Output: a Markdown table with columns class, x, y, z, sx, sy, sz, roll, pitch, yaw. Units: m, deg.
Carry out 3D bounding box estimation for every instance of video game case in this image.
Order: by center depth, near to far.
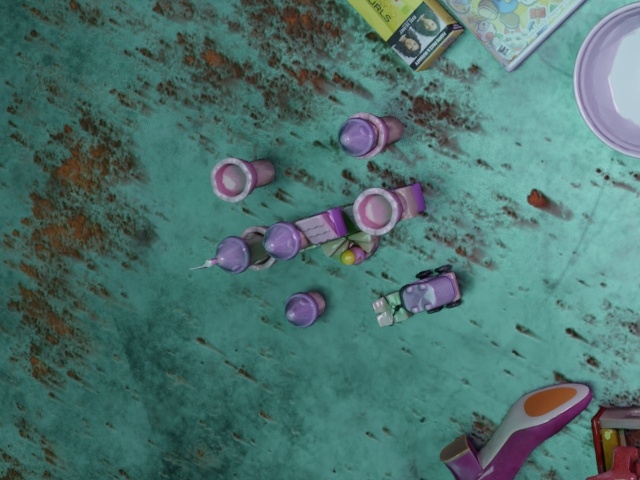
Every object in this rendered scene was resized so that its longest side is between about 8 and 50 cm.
| class | x | y | z | sx | sy | sz | roll | pitch | yaw |
| --- | --- | --- | --- | --- | --- | --- | --- | --- | --- |
| video game case | 0.272 | -0.383 | 1.987 | 0.227 | 0.026 | 0.206 | -44 | 81 | 22 |

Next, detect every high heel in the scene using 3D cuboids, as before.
| class | x | y | z | sx | sy | sz | roll | pitch | yaw |
| --- | --- | --- | --- | --- | --- | --- | --- | --- | --- |
| high heel | 0.299 | 0.298 | 2.074 | 0.244 | 0.082 | 0.117 | -33 | 114 | 11 |

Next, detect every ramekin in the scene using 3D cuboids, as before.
| class | x | y | z | sx | sy | sz | roll | pitch | yaw |
| --- | --- | --- | --- | --- | --- | --- | --- | --- | --- |
| ramekin | 0.444 | -0.213 | 1.900 | 0.207 | 0.109 | 0.207 | 4 | 100 | 21 |

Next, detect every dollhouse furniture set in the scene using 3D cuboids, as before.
| class | x | y | z | sx | sy | sz | roll | pitch | yaw |
| --- | --- | --- | --- | --- | --- | --- | --- | --- | --- |
| dollhouse furniture set | 0.386 | 0.433 | 1.977 | 0.152 | 0.201 | 0.374 | -7 | 97 | 23 |

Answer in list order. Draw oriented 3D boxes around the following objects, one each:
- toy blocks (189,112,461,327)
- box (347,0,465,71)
| class | x | y | z | sx | sy | sz | roll | pitch | yaw |
| --- | --- | --- | --- | --- | --- | --- | --- | --- | --- |
| toy blocks | 0.000 | 0.000 | 2.034 | 0.288 | 0.260 | 0.309 | -18 | 91 | 23 |
| box | 0.092 | -0.350 | 2.049 | 0.087 | 0.058 | 0.232 | -45 | 80 | 23 |
